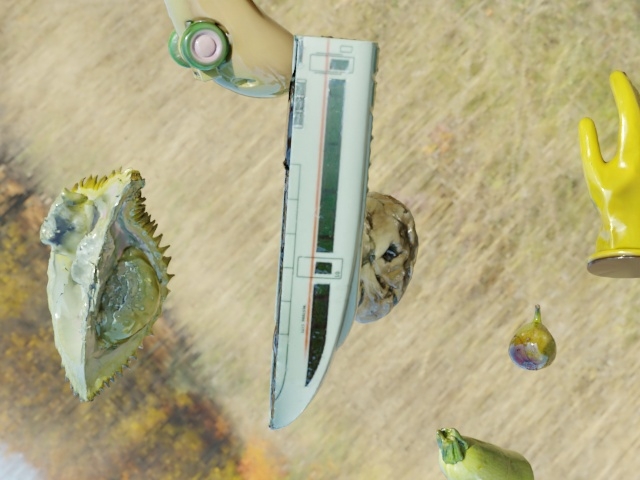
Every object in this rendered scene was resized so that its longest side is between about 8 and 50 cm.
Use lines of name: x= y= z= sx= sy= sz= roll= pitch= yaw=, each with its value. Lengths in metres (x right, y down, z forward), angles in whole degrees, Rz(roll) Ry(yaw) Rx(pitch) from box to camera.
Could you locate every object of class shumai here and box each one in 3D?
shumai: x=0.045 y=0.022 z=1.511 sx=0.166 sy=0.206 sz=0.175 roll=19 pitch=-172 yaw=32

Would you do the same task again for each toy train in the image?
toy train: x=0.000 y=0.000 z=1.005 sx=0.088 sy=0.407 sz=0.086 roll=4 pitch=-168 yaw=-6

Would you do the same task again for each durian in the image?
durian: x=-0.281 y=0.034 z=1.251 sx=0.172 sy=0.306 sz=0.166 roll=21 pitch=-158 yaw=6

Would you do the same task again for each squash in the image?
squash: x=0.192 y=0.287 z=1.267 sx=0.075 sy=0.090 sz=0.200 roll=-23 pitch=143 yaw=33

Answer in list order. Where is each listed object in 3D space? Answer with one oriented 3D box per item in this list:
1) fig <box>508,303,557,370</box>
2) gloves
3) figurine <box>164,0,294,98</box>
fig: x=0.348 y=0.164 z=1.615 sx=0.082 sy=0.098 sz=0.084 roll=2 pitch=142 yaw=27
gloves: x=0.437 y=-0.102 z=1.415 sx=0.116 sy=0.295 sz=0.133 roll=-4 pitch=164 yaw=23
figurine: x=-0.102 y=-0.335 z=1.249 sx=0.124 sy=0.222 sz=0.325 roll=-142 pitch=32 yaw=-71
